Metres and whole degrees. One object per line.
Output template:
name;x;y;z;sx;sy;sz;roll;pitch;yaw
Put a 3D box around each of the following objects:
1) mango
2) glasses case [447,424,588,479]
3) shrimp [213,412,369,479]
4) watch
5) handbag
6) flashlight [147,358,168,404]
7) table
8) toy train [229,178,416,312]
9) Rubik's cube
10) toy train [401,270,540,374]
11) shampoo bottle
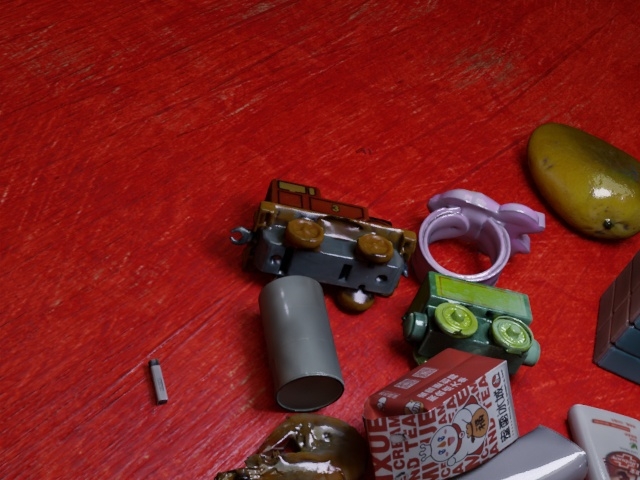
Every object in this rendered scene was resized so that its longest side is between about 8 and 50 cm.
mango;0.645;-0.156;2.236;0.253;0.182;0.365;-17;59;-33
glasses case;0.311;0.427;1.623;0.308;0.083;0.128;-17;38;-19
shrimp;-0.050;0.357;1.558;0.287;0.063;0.152;0;47;-27
watch;0.321;0.025;1.959;0.249;0.211;0.217;19;62;5
handbag;0.196;0.322;1.592;0.298;0.171;0.151;-26;21;-38
flashlight;-0.280;0.243;1.597;0.018;0.018;0.083;-2;51;-25
table;-0.037;0.185;1.676;0.127;0.126;0.219;4;49;-20
toy train;0.000;0.000;1.847;0.369;0.163;0.231;11;38;-13
Rubik's cube;0.735;0.166;1.948;0.231;0.224;0.221;25;45;0
toy train;0.292;0.174;1.808;0.272;0.159;0.188;14;39;-10
shampoo bottle;0.542;0.447;1.717;0.153;0.071;0.284;16;44;-6
